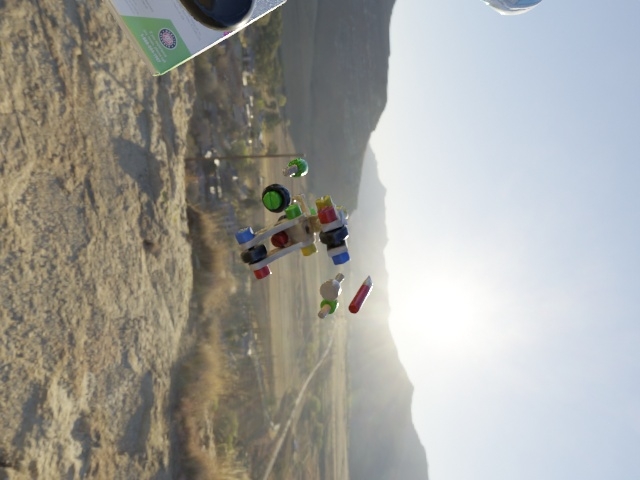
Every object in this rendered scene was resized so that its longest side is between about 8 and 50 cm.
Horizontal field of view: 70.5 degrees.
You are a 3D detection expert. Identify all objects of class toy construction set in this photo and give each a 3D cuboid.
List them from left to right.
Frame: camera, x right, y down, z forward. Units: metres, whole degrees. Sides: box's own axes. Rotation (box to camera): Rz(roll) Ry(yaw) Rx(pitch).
[{"bbox_3d":[0.000,0.000,0.999,0.308,0.257,0.237,48,30,-1],"label":"toy construction set"}]

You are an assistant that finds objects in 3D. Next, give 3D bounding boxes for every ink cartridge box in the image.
[{"bbox_3d":[-0.210,-0.482,0.829,0.207,0.354,0.119,60,-13,-27],"label":"ink cartridge box"}]

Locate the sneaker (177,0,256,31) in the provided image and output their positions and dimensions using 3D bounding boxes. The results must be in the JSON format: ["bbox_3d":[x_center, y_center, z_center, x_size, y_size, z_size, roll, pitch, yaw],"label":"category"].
[{"bbox_3d":[-0.081,-0.290,0.320,0.124,0.107,0.283,-124,-153,-43],"label":"sneaker"}]

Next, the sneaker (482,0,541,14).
[{"bbox_3d":[0.361,-0.514,0.783,0.208,0.319,0.126,-16,-99,56],"label":"sneaker"}]
